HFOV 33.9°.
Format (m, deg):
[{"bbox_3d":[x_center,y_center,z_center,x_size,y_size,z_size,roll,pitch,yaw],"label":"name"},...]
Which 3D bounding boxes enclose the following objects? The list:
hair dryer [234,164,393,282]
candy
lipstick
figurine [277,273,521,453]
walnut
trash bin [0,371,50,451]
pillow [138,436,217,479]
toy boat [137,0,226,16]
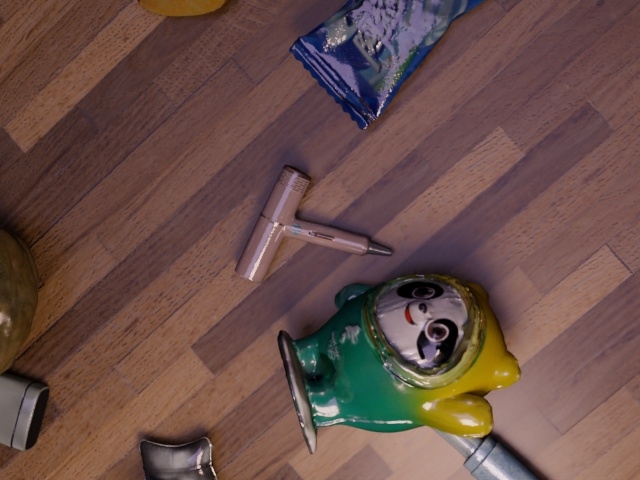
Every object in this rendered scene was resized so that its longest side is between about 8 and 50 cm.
[{"bbox_3d":[-0.003,0.012,1.705,0.220,0.053,0.195,27,98,0],"label":"hair dryer"},{"bbox_3d":[0.118,-0.353,1.647,0.187,0.077,0.331,45,96,2],"label":"candy"},{"bbox_3d":[0.247,0.333,1.669,0.274,0.061,0.068,41,109,10],"label":"lipstick"},{"bbox_3d":[0.119,0.182,1.603,0.340,0.231,0.323,-15,49,1],"label":"figurine"},{"bbox_3d":[-0.606,0.104,1.698,0.282,0.253,0.276,5,93,11],"label":"walnut"},{"bbox_3d":[-0.542,0.285,1.796,0.130,0.059,0.116,17,94,9],"label":"trash bin"},{"bbox_3d":[-0.237,0.374,1.750,0.136,0.055,0.091,-4,127,12],"label":"pillow"},{"bbox_3d":[-0.230,-0.417,1.704,0.230,0.089,0.088,-1,55,8],"label":"toy boat"}]
